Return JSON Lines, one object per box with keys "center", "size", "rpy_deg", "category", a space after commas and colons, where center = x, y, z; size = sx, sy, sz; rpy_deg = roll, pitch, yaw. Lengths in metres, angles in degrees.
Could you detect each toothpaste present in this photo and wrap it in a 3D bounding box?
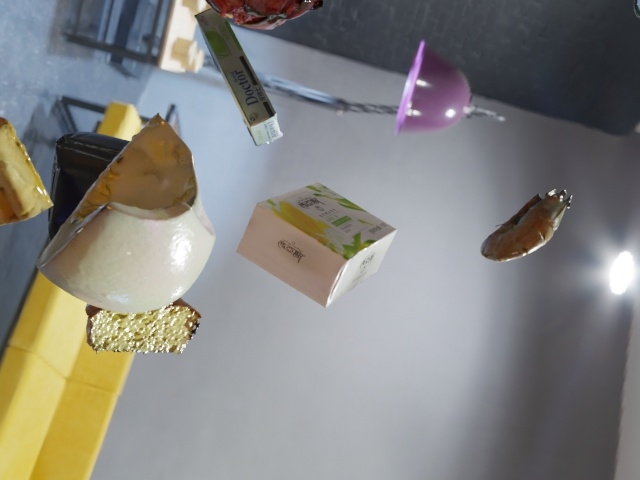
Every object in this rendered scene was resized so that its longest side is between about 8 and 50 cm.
{"center": [-0.176, -0.353, 1.662], "size": [0.081, 0.067, 0.336], "rpy_deg": [71, -8, -63], "category": "toothpaste"}

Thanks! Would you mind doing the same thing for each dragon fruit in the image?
{"center": [-0.090, -0.424, 1.122], "size": [0.293, 0.234, 0.233], "rpy_deg": [-121, -139, -54], "category": "dragon fruit"}

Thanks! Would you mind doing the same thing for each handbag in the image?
{"center": [-0.435, -0.082, 1.729], "size": [0.178, 0.302, 0.275], "rpy_deg": [-32, 134, -67], "category": "handbag"}

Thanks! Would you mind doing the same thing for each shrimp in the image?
{"center": [0.325, -0.029, 1.225], "size": [0.217, 0.115, 0.051], "rpy_deg": [-40, 117, -38], "category": "shrimp"}

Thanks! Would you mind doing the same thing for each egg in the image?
{"center": [-0.218, -0.006, 0.957], "size": [0.206, 0.162, 0.271], "rpy_deg": [-43, -160, 17], "category": "egg"}

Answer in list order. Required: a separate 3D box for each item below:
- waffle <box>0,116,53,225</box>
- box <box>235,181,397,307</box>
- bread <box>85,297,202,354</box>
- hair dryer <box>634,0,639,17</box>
{"center": [-0.581, -0.092, 1.259], "size": [0.057, 0.274, 0.168], "rpy_deg": [-61, 136, -55], "category": "waffle"}
{"center": [0.000, 0.000, 1.424], "size": [0.260, 0.194, 0.111], "rpy_deg": [-31, 149, -62], "category": "box"}
{"center": [-0.397, 0.161, 1.666], "size": [0.134, 0.260, 0.129], "rpy_deg": [39, -70, 46], "category": "bread"}
{"center": [0.588, -0.449, 1.219], "size": [0.078, 0.196, 0.248], "rpy_deg": [107, -15, -69], "category": "hair dryer"}
